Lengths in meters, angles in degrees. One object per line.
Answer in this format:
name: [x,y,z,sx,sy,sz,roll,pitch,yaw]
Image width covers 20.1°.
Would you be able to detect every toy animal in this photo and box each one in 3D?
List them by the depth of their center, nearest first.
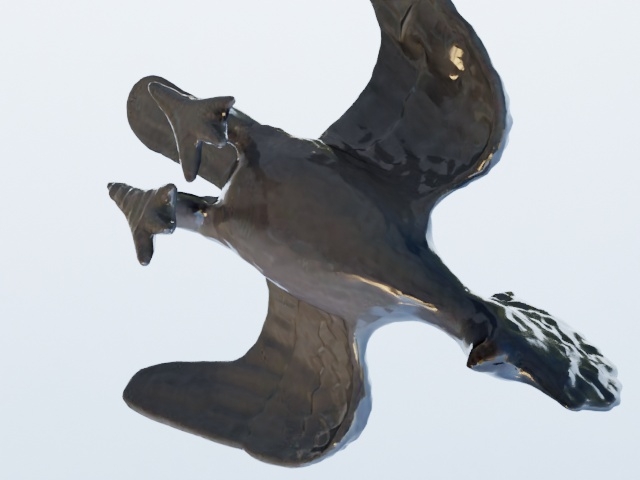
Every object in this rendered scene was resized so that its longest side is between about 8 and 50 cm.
toy animal: [0.000,0.000,0.735,0.239,0.176,0.255,-60,-148,13]
